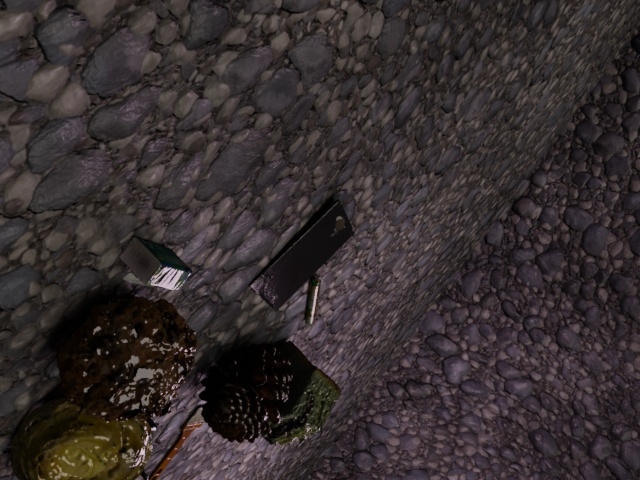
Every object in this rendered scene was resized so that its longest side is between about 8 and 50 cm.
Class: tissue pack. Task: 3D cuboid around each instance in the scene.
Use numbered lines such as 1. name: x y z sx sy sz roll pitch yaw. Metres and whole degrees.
1. tissue pack: -0.316 0.054 1.257 0.079 0.085 0.111 -51 158 5

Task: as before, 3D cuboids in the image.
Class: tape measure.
1. tape measure: -0.429 0.522 1.655 0.107 0.180 0.104 -44 140 -13

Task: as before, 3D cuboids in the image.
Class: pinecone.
1. pinecone: -0.189 0.408 1.836 0.292 0.246 0.246 -41 158 -47

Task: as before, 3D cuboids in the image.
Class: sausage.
1. sausage: -0.024 0.192 2.063 0.033 0.033 0.269 -37 154 -30

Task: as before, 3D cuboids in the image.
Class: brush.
1. brush: -0.425 0.610 1.982 0.314 0.017 0.090 -54 154 9

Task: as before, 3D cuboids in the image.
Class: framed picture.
1. framed picture: -0.041 0.047 1.820 0.324 0.013 0.244 -45 157 -6

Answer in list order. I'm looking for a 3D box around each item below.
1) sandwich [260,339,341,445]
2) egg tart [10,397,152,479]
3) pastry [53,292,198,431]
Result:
1. sandwich: -0.099 0.470 1.996 0.262 0.325 0.131 -44 118 -10
2. egg tart: -0.482 0.436 1.349 0.279 0.095 0.278 -6 116 -12
3. pastry: -0.374 0.224 1.290 0.275 0.193 0.274 0 90 -36
